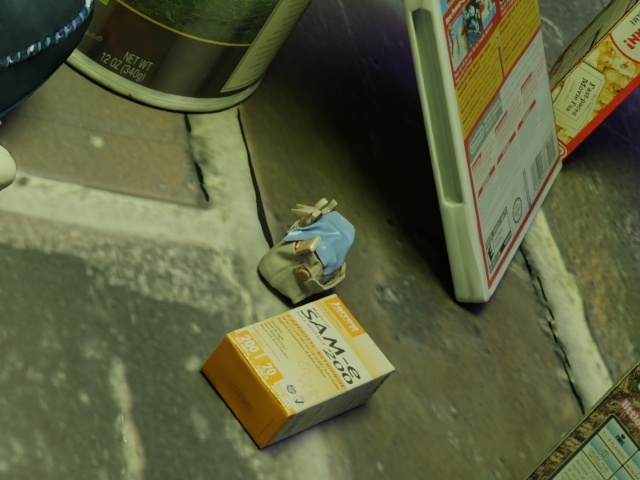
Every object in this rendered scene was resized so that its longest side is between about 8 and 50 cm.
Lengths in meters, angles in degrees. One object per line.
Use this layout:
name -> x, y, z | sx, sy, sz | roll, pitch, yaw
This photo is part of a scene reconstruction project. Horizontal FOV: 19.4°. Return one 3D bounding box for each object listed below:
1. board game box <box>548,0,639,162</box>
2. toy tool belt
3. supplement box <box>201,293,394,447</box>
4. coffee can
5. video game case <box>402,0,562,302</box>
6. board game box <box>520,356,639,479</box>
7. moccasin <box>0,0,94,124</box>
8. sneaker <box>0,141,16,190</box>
board game box -> 0.235, -0.157, 1.400 | 0.045, 0.193, 0.147 | 40, 38, -4
toy tool belt -> 0.000, 0.000, 1.165 | 0.052, 0.051, 0.083 | 38, 37, 1
supplement box -> -0.012, 0.075, 1.088 | 0.098, 0.036, 0.062 | -19, 64, -48
coffee can -> -0.059, -0.247, 1.194 | 0.201, 0.275, 0.201 | 21, 40, -19
video game case -> 0.108, -0.130, 1.247 | 0.025, 0.285, 0.204 | 1, 29, 24
board game box -> 0.288, 0.138, 1.050 | 0.141, 0.291, 0.232 | -15, 61, -46
moccasin -> -0.253, -0.108, 0.989 | 0.342, 0.117, 0.138 | -25, 75, -39
sneaker -> -0.226, -0.008, 1.003 | 0.161, 0.057, 0.075 | -12, 76, -47
